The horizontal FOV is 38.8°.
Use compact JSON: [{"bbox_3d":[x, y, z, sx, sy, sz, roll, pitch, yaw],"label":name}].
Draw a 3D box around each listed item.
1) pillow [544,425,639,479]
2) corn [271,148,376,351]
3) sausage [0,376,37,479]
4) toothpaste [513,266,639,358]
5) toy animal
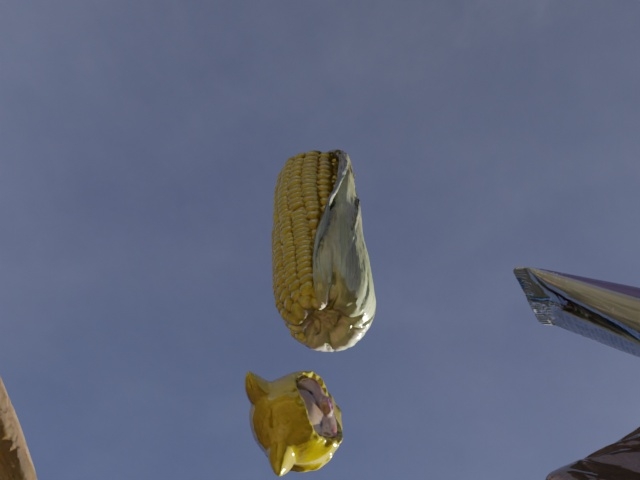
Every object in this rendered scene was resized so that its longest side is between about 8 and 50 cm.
[{"bbox_3d":[0.265,0.155,0.656,0.135,0.211,0.034,4,-71,58],"label":"pillow"},{"bbox_3d":[0.005,0.001,1.089,0.122,0.305,0.123,-27,-53,20],"label":"corn"},{"bbox_3d":[-0.413,0.181,1.088,0.066,0.066,0.301,-15,-80,26],"label":"sausage"},{"bbox_3d":[0.312,0.082,0.760,0.299,0.073,0.114,15,-21,35],"label":"toothpaste"},{"bbox_3d":[-0.039,0.267,1.337,0.156,0.230,0.156,-3,-107,11],"label":"toy animal"}]
